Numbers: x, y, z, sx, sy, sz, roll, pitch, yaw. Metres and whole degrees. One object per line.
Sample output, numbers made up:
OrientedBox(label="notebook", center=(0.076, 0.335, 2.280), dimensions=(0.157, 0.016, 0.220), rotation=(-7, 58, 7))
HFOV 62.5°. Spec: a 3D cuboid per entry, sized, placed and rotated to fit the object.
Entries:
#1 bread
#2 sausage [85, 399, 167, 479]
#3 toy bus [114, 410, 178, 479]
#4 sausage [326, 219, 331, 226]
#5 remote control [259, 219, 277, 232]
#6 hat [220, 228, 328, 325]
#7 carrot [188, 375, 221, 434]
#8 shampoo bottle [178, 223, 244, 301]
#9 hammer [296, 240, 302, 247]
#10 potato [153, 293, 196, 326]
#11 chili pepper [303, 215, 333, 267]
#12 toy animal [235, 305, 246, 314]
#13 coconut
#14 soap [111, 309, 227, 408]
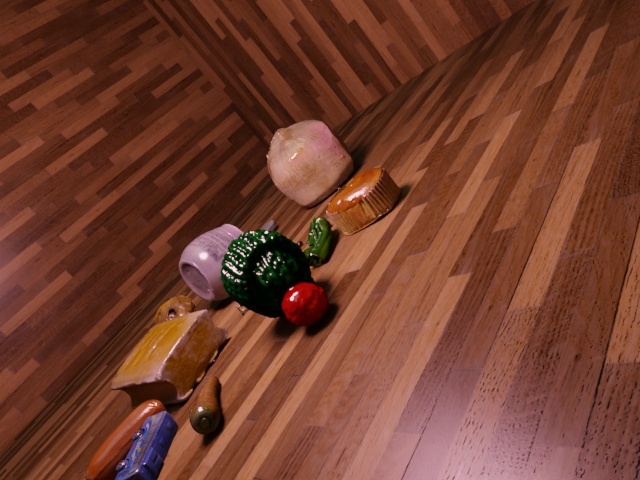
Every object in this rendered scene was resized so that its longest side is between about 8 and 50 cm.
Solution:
OrientedBox(label="bread", center=(0.138, -0.135, 1.746), dimensions=(0.250, 0.133, 0.179), rotation=(-28, 24, 40))
OrientedBox(label="sausage", center=(-0.554, 0.576, 1.509), dimensions=(0.274, 0.105, 0.105), rotation=(-50, 18, -27))
OrientedBox(label="toy bus", center=(-0.452, 0.552, 1.374), dimensions=(0.094, 0.079, 0.236), rotation=(-34, 17, 16))
OrientedBox(label="sausage", center=(0.006, -0.040, 1.971), dimensions=(0.083, 0.034, 0.034), rotation=(-46, 17, -13))
OrientedBox(label="remote control", center=(-0.288, -0.008, 2.529), dimensions=(0.104, 0.052, 0.247), rotation=(-26, 22, 45))
OrientedBox(label="hat", center=(-0.100, 0.113, 1.450), dimensions=(0.332, 0.274, 0.243), rotation=(25, 98, 48))
OrientedBox(label="carrot", center=(-0.296, 0.421, 1.405), dimensions=(0.078, 0.078, 0.298), rotation=(-41, 10, 0))
OrientedBox(label="shampoo bottle", center=(-0.411, 0.091, 2.154), dimensions=(0.266, 0.273, 0.273), rotation=(-40, 13, -33))
OrientedBox(label="hammer", center=(-0.118, 0.021, 2.117), dimensions=(0.065, 0.021, 0.178), rotation=(-45, 16, -9))
OrientedBox(label="potato", center=(-0.636, 0.327, 2.286), dimensions=(0.173, 0.140, 0.300), rotation=(-46, 12, -34))
OrientedBox(label="chili pepper", center=(-0.001, 0.001, 1.801), dimensions=(0.099, 0.083, 0.253), rotation=(-35, 22, 23))
OrientedBox(label="toy animal", center=(-0.274, 0.229, 1.896), dimensions=(0.075, 0.041, 0.217), rotation=(-47, 13, -24))
OrientedBox(label="coconut", center=(-0.072, -0.374, 2.442), dimensions=(0.404, 0.405, 0.405), rotation=(-37, 16, 13))
OrientedBox(label="soap", center=(-0.501, 0.396, 1.750), dimensions=(0.335, 0.156, 0.293), rotation=(-19, 27, 42))
